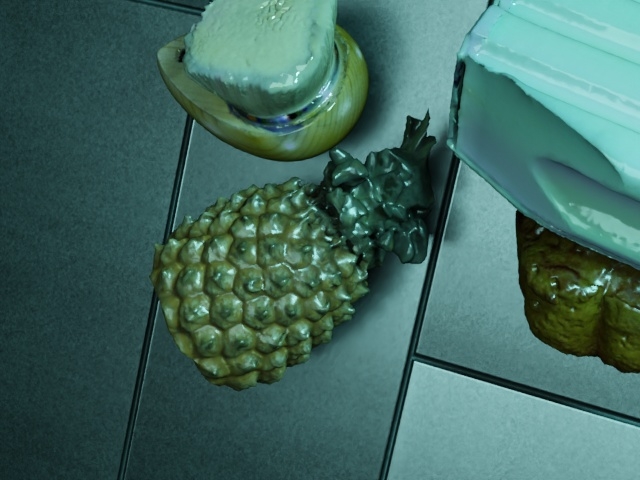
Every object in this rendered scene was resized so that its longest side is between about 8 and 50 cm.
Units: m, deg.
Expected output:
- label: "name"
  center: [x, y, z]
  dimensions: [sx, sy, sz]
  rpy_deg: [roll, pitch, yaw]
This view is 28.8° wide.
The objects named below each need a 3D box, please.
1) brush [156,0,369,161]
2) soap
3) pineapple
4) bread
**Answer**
- label: "brush"
  center: [-0.086, -0.198, 1.370]
  dimensions: [0.266, 0.166, 0.174]
  rpy_deg: [10, 70, 27]
- label: "soap"
  center: [0.349, -0.098, 1.131]
  dimensions: [0.446, 0.156, 0.261]
  rpy_deg: [25, 63, 17]
- label: "pineapple"
  center: [0.001, 0.002, 1.364]
  dimensions: [0.357, 0.223, 0.223]
  rpy_deg: [-33, 84, 13]
- label: "bread"
  center: [0.306, 0.025, 1.236]
  dimensions: [0.232, 0.246, 0.135]
  rpy_deg: [19, 127, 26]
